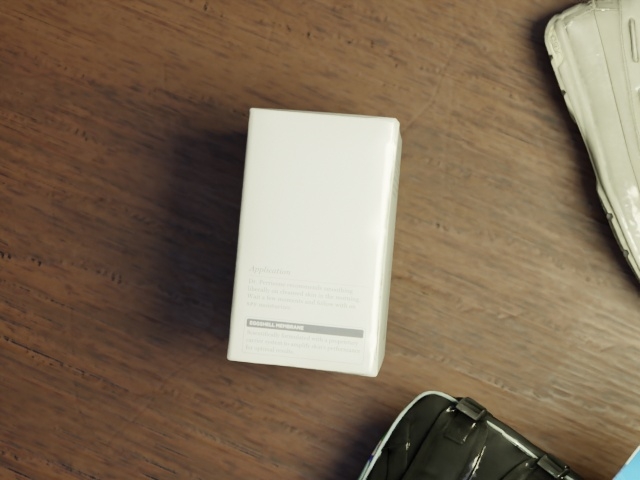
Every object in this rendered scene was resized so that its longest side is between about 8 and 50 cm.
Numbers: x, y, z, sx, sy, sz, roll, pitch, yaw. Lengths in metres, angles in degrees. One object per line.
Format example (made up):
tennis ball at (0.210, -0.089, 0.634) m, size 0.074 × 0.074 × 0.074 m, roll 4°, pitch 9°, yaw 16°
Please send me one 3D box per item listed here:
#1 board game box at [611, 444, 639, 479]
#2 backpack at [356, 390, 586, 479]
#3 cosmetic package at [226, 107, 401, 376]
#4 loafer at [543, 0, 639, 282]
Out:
board game box at (0.252, 0.325, 1.248) m, size 0.086 × 0.308 × 0.302 m, roll 34°, pitch 68°, yaw 27°
backpack at (0.123, 0.293, 1.351) m, size 0.225 × 0.191 × 0.253 m, roll 33°, pitch 85°, yaw 23°
cosmetic package at (0.000, 0.000, 1.355) m, size 0.138 × 0.224 × 0.225 m, roll 6°, pitch 90°, yaw 4°
loafer at (0.311, -0.083, 1.391) m, size 0.111 × 0.112 × 0.319 m, roll -20°, pitch 87°, yaw 12°
